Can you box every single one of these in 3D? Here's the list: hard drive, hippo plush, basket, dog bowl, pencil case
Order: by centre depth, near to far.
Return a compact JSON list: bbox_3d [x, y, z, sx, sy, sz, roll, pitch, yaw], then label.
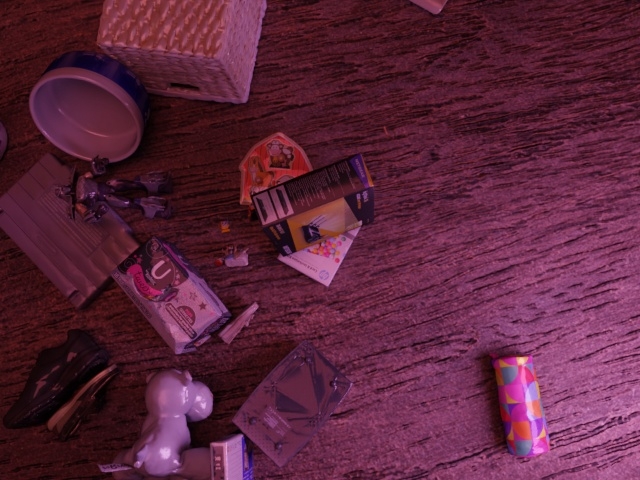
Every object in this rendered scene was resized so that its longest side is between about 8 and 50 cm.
[{"bbox_3d":[-0.367,0.419,1.458,0.234,0.294,0.237,-17,58,31],"label":"hippo plush"},{"bbox_3d":[0.459,0.373,1.474,0.104,0.104,0.237,-8,79,2],"label":"pencil case"},{"bbox_3d":[-0.065,0.381,1.503,0.172,0.054,0.255,41,75,8],"label":"hard drive"},{"bbox_3d":[-0.550,-0.318,1.545,0.264,0.265,0.104,5,50,4],"label":"dog bowl"},{"bbox_3d":[-0.330,-0.550,1.574,0.328,0.266,0.332,8,80,5],"label":"basket"}]

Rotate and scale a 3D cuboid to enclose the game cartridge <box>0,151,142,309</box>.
[{"bbox_3d":[-0.638,-0.029,1.615,0.230,0.068,0.355,-44,82,-8],"label":"game cartridge"}]

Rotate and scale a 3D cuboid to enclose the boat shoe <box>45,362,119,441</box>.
[{"bbox_3d":[-0.558,0.391,1.540,0.223,0.080,0.073,-44,87,2],"label":"boat shoe"}]

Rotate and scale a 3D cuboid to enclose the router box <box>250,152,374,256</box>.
[{"bbox_3d":[-0.005,-0.068,1.419,0.242,0.309,0.081,-22,77,1],"label":"router box"}]

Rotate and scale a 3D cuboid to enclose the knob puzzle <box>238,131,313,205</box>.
[{"bbox_3d":[-0.114,-0.182,1.622,0.213,0.030,0.213,-1,81,4],"label":"knob puzzle"}]

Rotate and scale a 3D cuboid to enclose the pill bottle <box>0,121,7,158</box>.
[{"bbox_3d":[-0.911,-0.278,1.543,0.169,0.301,0.169,0,81,3],"label":"pill bottle"}]

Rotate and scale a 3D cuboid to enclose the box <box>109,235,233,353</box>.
[{"bbox_3d":[-0.347,0.129,1.520,0.142,0.163,0.247,-42,82,-2],"label":"box"}]

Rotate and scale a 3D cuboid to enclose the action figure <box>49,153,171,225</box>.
[{"bbox_3d":[-0.511,-0.120,1.566,0.284,0.099,0.186,1,69,-16],"label":"action figure"}]

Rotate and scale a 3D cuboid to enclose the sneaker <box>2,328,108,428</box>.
[{"bbox_3d":[-0.652,0.335,1.549,0.286,0.109,0.130,-43,72,-10],"label":"sneaker"}]

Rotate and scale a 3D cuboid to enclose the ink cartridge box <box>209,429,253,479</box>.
[{"bbox_3d":[-0.193,0.541,1.428,0.045,0.206,0.208,-6,80,9],"label":"ink cartridge box"}]

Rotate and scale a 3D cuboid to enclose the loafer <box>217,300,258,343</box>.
[{"bbox_3d":[-0.195,0.201,1.566,0.125,0.045,0.039,-41,98,3],"label":"loafer"}]

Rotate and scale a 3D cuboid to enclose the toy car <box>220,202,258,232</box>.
[{"bbox_3d":[-0.199,-0.065,1.596,0.122,0.060,0.041,-18,64,-2],"label":"toy car"}]

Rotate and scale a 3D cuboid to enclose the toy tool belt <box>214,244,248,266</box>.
[{"bbox_3d":[-0.221,0.037,1.590,0.083,0.052,0.051,-3,50,0],"label":"toy tool belt"}]

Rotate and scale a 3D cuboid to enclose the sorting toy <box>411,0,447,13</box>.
[{"bbox_3d":[0.283,-0.708,1.673,0.347,0.047,0.196,32,89,8],"label":"sorting toy"}]

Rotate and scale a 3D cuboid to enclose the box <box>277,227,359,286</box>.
[{"bbox_3d":[0.000,0.000,1.584,0.145,0.038,0.186,29,85,7],"label":"box"}]
